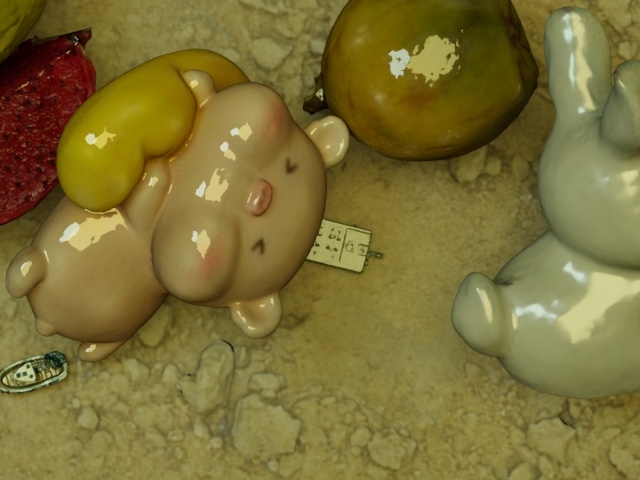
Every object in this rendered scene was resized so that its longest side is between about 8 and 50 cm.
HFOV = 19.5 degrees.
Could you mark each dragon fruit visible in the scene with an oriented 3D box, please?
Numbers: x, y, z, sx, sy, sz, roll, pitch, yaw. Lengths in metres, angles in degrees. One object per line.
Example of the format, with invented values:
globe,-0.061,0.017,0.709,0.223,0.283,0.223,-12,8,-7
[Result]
dragon fruit,-0.337,-0.107,1.897,0.274,0.161,0.126,-39,123,-17

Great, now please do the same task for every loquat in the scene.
loquat,0.090,-0.172,1.879,0.246,0.213,0.213,-14,86,23

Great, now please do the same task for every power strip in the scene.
power strip,0.000,0.000,1.951,0.136,0.019,0.051,15,83,-2

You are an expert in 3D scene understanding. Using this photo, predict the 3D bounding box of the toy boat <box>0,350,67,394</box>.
toy boat,-0.300,0.138,1.914,0.083,0.038,0.038,-18,87,-6

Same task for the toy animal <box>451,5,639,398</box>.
toy animal,0.262,-0.030,1.809,0.241,0.196,0.367,-3,119,-23

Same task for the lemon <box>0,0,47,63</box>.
lemon,-0.390,-0.274,1.803,0.322,0.268,0.268,-29,88,21

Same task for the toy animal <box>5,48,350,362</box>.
toy animal,-0.130,-0.018,1.798,0.247,0.277,0.345,34,86,17
